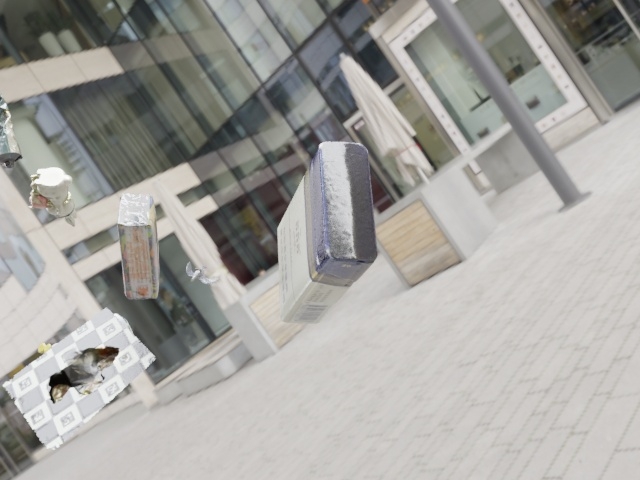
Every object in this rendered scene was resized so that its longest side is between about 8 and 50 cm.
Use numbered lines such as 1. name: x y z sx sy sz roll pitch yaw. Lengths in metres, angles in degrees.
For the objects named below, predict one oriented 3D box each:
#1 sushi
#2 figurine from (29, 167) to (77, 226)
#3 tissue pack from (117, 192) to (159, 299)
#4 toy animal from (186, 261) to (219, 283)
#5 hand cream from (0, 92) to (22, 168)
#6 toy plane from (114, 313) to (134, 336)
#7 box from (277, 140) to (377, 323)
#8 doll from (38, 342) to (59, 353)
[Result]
1. sushi: -0.394 0.231 1.068 0.210 0.192 0.040 -41 -41 -21
2. figurine: -0.604 -0.098 1.447 0.146 0.098 0.081 105 -176 -49
3. tissue pack: -0.300 0.009 1.062 0.060 0.148 0.109 -3 32 -11
4. toy animal: -0.264 0.073 1.384 0.050 0.084 0.028 -19 -50 -61
5. hand cream: -0.663 -0.257 1.286 0.075 0.248 0.052 -30 -10 39
6. toy plane: -0.534 0.283 1.766 0.065 0.171 0.162 -36 6 -26
7. box: 0.000 0.000 0.878 0.071 0.168 0.259 4 -24 -17
8. doll: -0.529 0.252 1.362 0.098 0.143 0.058 -1 65 40
